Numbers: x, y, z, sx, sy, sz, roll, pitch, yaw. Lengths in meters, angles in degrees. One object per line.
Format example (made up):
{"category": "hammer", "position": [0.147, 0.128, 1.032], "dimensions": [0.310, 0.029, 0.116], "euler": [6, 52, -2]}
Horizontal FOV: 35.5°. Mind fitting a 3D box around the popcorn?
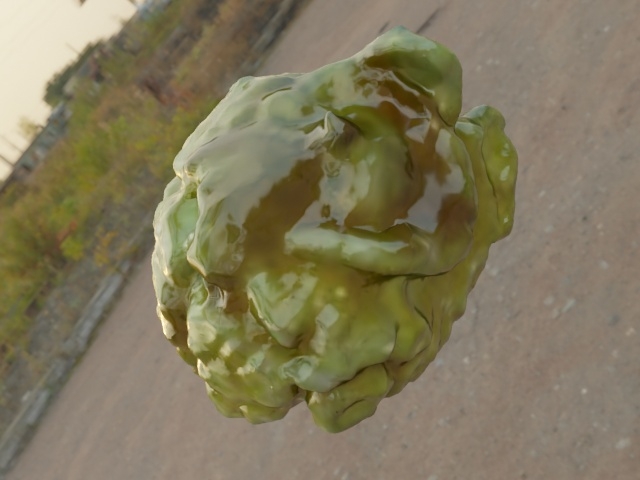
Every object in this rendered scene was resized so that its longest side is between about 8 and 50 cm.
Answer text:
{"category": "popcorn", "position": [0.003, -0.007, 0.851], "dimensions": [0.279, 0.274, 0.335], "euler": [1, 46, 28]}
